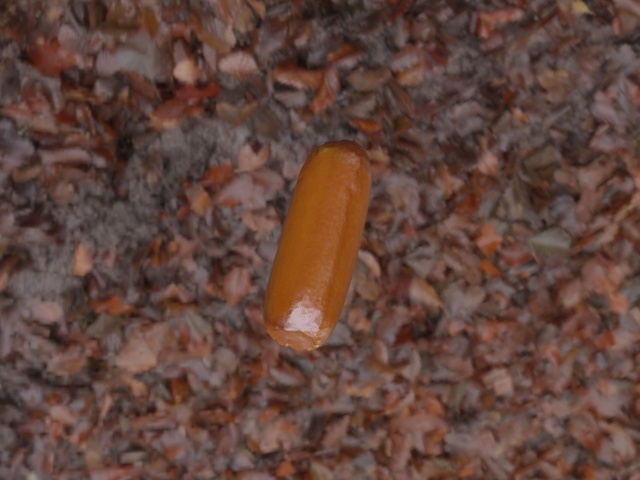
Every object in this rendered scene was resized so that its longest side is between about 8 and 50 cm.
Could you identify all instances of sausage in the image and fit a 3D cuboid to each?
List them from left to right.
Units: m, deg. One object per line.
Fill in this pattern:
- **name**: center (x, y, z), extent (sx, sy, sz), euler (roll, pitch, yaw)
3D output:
- **sausage**: center (0.000, 0.000, 0.887), extent (0.076, 0.198, 0.076), euler (13, 165, 3)
